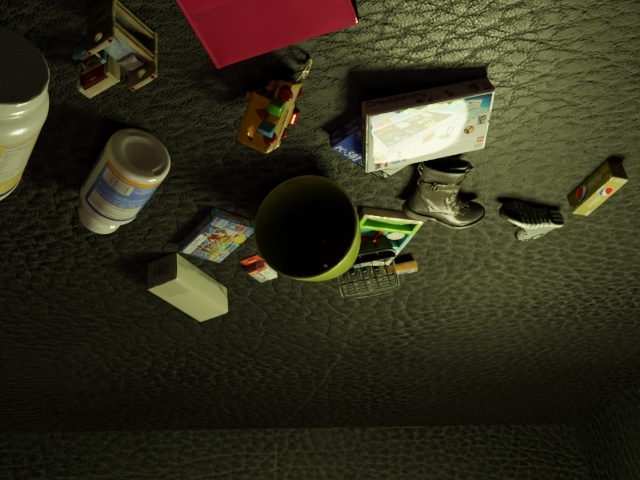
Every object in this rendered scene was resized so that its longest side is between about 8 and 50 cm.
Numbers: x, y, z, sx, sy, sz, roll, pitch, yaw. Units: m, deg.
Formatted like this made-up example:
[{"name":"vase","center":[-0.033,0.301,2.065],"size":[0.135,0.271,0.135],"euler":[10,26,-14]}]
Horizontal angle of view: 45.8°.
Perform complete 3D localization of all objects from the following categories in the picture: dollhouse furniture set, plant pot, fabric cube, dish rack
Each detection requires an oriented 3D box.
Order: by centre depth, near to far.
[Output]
[{"name":"fabric cube","center":[-0.105,-0.483,1.241],"size":[0.258,0.254,0.259],"euler":[-16,147,11]},{"name":"dollhouse furniture set","center":[-0.431,-0.358,1.483],"size":[0.184,0.128,0.129],"euler":[-23,145,23]},{"name":"plant pot","center":[0.000,0.000,2.052],"size":[0.275,0.274,0.293],"euler":[-16,162,12]},{"name":"dish rack","center":[0.137,0.100,2.302],"size":[0.208,0.074,0.271],"euler":[-11,140,6]}]

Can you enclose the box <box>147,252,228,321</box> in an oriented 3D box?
[{"name":"box","center":[-0.402,0.147,2.316],"size":[0.113,0.094,0.275],"euler":[-19,146,18]}]

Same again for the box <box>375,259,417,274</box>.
[{"name":"box","center":[0.240,0.094,2.410],"size":[0.136,0.028,0.081],"euler":[-14,168,6]}]

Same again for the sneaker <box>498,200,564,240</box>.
[{"name":"sneaker","center":[0.598,-0.043,2.246],"size":[0.229,0.086,0.132],"euler":[8,147,-25]}]

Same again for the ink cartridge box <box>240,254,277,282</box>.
[{"name":"ink cartridge box","center":[-0.189,0.088,2.329],"size":[0.063,0.029,0.115],"euler":[-21,146,20]}]

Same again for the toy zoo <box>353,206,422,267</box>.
[{"name":"toy zoo","center":[0.159,0.004,2.272],"size":[0.192,0.030,0.293],"euler":[7,145,-21]}]

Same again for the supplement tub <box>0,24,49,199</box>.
[{"name":"supplement tub","center":[-0.684,-0.243,1.506],"size":[0.241,0.241,0.331],"euler":[12,142,-29]}]

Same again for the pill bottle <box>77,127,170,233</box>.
[{"name":"pill bottle","center":[-0.480,-0.131,1.809],"size":[0.152,0.152,0.272],"euler":[14,142,-31]}]

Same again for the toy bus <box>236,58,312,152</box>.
[{"name":"toy bus","center":[-0.113,-0.295,1.668],"size":[0.104,0.202,0.191],"euler":[25,154,6]}]

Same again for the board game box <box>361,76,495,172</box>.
[{"name":"board game box","center":[0.248,-0.270,1.792],"size":[0.306,0.053,0.193],"euler":[-12,143,-7]}]

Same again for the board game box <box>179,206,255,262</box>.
[{"name":"board game box","center":[-0.292,-0.012,2.145],"size":[0.136,0.035,0.201],"euler":[18,139,-35]}]

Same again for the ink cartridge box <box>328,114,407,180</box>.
[{"name":"ink cartridge box","center":[0.124,-0.227,1.887],"size":[0.097,0.046,0.207],"euler":[-31,141,31]}]

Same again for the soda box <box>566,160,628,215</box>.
[{"name":"soda box","center":[0.780,-0.146,2.141],"size":[0.058,0.061,0.181],"euler":[8,145,-22]}]

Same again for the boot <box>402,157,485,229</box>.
[{"name":"boot","center":[0.358,-0.132,2.045],"size":[0.263,0.091,0.229],"euler":[3,147,-14]}]
